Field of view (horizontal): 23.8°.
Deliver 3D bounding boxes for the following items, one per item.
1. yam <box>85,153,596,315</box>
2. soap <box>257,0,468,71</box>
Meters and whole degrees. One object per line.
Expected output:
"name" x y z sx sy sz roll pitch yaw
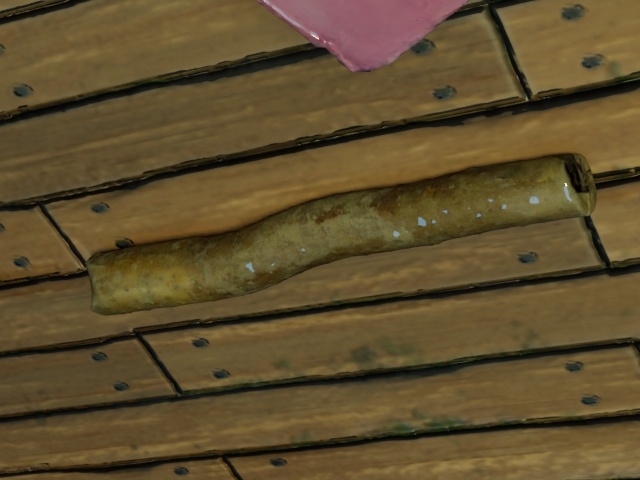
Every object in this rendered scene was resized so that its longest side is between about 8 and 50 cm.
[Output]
"yam" 0.000 0.000 0.885 0.327 0.045 0.045 -12 150 29
"soap" -0.036 -0.258 0.585 0.359 0.128 0.233 36 134 -18
